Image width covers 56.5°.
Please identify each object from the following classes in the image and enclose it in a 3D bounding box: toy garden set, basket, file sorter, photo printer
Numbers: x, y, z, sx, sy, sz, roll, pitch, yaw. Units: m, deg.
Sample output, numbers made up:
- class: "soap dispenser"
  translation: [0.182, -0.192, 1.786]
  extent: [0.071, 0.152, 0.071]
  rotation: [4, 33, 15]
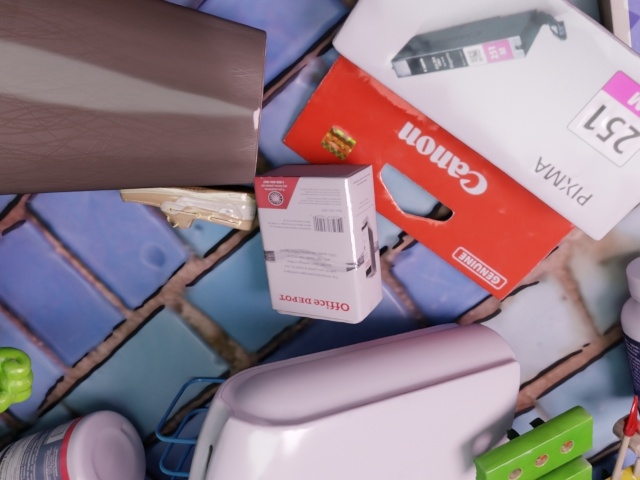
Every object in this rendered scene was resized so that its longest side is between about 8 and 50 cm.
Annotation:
- class: "toy garden set"
  translation: [0.245, 0.240, 0.589]
  extent: [0.203, 0.049, 0.244]
  rotation: [-22, 123, -11]
- class: "basket"
  translation: [-0.162, -0.121, 0.488]
  extent: [0.226, 0.154, 0.204]
  rotation: [4, 127, -8]
- class: "file sorter"
  translation: [-0.103, 0.246, 0.635]
  extent: [0.104, 0.118, 0.170]
  rotation: [2, 109, 7]
- class: "photo printer"
  translation: [0.029, 0.218, 0.544]
  extent: [0.307, 0.107, 0.256]
  rotation: [-6, 112, -31]

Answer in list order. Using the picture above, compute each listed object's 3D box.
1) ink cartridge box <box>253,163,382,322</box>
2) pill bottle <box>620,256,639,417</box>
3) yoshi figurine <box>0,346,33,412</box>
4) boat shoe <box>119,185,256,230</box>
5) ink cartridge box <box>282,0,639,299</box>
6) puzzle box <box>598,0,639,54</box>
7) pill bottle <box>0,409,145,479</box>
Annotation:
- class: "ink cartridge box"
  translation: [0.000, 0.000, 0.558]
  extent: [0.099, 0.056, 0.135]
  rotation: [4, 111, 29]
- class: "pill bottle"
  translation: [0.338, 0.099, 0.559]
  extent: [0.094, 0.094, 0.170]
  rotation: [-16, 107, 10]
- class: "yoshi figurine"
  translation: [-0.390, 0.160, 0.545]
  extent: [0.203, 0.203, 0.362]
  rotation: [17, 135, 4]
- class: "boat shoe"
  translation: [-0.128, -0.033, 0.576]
  extent: [0.135, 0.050, 0.045]
  rotation: [6, 104, 3]
- class: "ink cartridge box"
  translation: [0.126, -0.092, 0.501]
  extent: [0.275, 0.060, 0.239]
  rotation: [35, 117, -3]
- class: "puzzle box"
  translation: [0.418, -0.227, 0.427]
  extent: [0.408, 0.052, 0.272]
  rotation: [-10, 111, 17]
- class: "pill bottle"
  translation: [-0.296, 0.264, 0.658]
  extent: [0.180, 0.108, 0.108]
  rotation: [-23, 105, 18]
